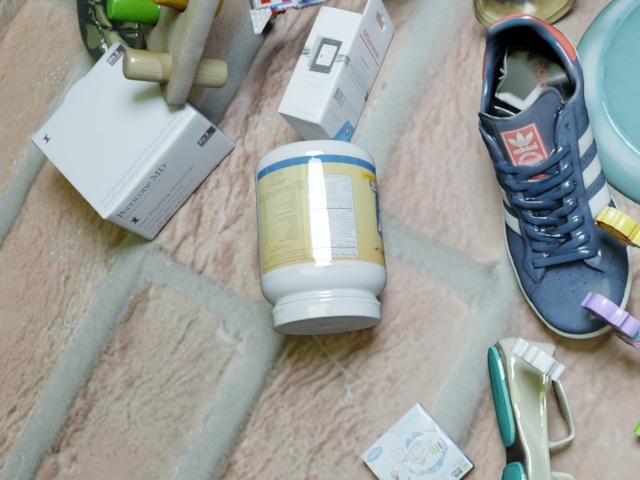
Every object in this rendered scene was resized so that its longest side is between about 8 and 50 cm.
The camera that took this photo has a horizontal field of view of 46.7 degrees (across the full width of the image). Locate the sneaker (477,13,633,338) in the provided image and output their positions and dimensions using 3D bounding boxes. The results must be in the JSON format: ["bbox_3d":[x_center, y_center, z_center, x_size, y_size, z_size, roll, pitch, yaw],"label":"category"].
[{"bbox_3d":[0.229,-0.071,0.771,0.131,0.148,0.350,-17,75,27],"label":"sneaker"}]

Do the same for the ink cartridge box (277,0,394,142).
[{"bbox_3d":[0.023,-0.213,0.922,0.060,0.104,0.180,19,83,24],"label":"ink cartridge box"}]

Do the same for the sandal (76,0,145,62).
[{"bbox_3d":[-0.310,-0.403,1.107,0.120,0.086,0.303,-2,90,13],"label":"sandal"}]

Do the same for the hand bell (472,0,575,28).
[{"bbox_3d":[0.230,-0.386,0.910,0.126,0.126,0.242,-13,59,16],"label":"hand bell"}]

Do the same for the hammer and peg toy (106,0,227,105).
[{"bbox_3d":[-0.186,-0.378,0.898,0.266,0.127,0.361,-59,43,43],"label":"hammer and peg toy"}]

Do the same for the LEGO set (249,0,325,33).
[{"bbox_3d":[0.018,-0.311,0.926,0.244,0.182,0.060,-13,100,20],"label":"LEGO set"}]

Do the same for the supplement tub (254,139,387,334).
[{"bbox_3d":[0.000,0.000,0.853,0.144,0.144,0.200,-9,74,17],"label":"supplement tub"}]

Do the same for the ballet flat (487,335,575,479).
[{"bbox_3d":[0.222,0.221,0.758,0.086,0.086,0.249,-5,74,18],"label":"ballet flat"}]

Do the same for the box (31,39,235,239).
[{"bbox_3d":[-0.248,-0.131,0.989,0.182,0.119,0.181,43,93,24],"label":"box"}]

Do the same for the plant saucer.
[{"bbox_3d":[0.432,-0.177,0.801,0.317,0.043,0.318,-5,74,19],"label":"plant saucer"}]

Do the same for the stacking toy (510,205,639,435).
[{"bbox_3d":[0.314,0.094,0.719,0.221,0.052,0.167,33,91,-10],"label":"stacking toy"}]

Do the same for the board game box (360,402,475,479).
[{"bbox_3d":[0.107,0.244,0.819,0.090,0.020,0.090,-44,67,5],"label":"board game box"}]
